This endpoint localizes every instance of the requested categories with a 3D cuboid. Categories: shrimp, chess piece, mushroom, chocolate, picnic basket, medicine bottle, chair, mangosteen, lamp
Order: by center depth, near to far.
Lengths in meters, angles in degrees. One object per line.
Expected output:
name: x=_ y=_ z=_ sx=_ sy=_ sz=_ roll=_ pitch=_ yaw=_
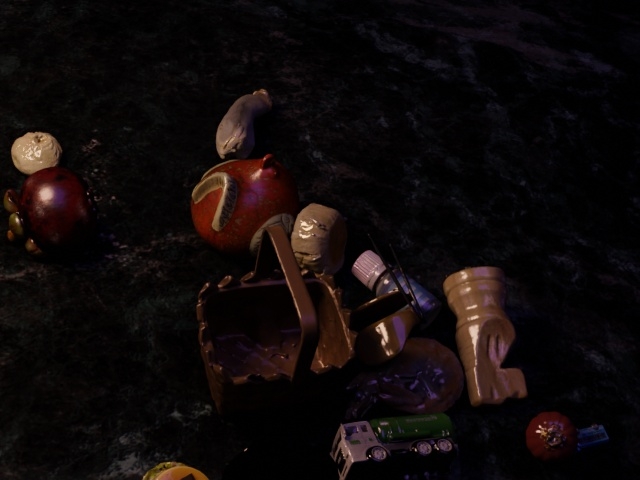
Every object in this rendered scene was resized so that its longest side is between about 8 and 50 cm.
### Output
chocolate: x=-0.093 y=0.431 z=1.616 sx=0.224 sy=0.177 sz=0.206 roll=14 pitch=87 yaw=-22
picnic basket: x=-0.081 y=0.158 z=1.739 sx=0.291 sy=0.321 sz=0.254 roll=-5 pitch=52 yaw=-19
lamp: x=0.450 y=0.383 z=1.835 sx=0.101 sy=0.090 sz=0.101 roll=-1 pitch=80 yaw=4
shrimp: x=0.167 y=0.291 z=1.853 sx=0.168 sy=0.077 sz=0.317 roll=42 pitch=46 yaw=20
chair: x=0.107 y=0.136 z=1.904 sx=0.246 sy=0.159 sz=0.172 roll=64 pitch=15 yaw=17
mangosteen: x=-0.552 y=-0.053 z=1.918 sx=0.200 sy=0.200 sz=0.199 roll=9 pitch=45 yaw=-9
chess piece: x=0.344 y=0.207 z=1.972 sx=0.137 sy=0.137 sz=0.300 roll=4 pitch=58 yaw=-14
medicine bottle: x=0.160 y=0.105 z=2.027 sx=0.203 sy=0.083 sz=0.083 roll=37 pitch=48 yaw=21
mushroom: x=-0.188 y=-0.289 z=2.304 sx=0.096 sy=0.099 sz=0.278 roll=22 pitch=41 yaw=-3

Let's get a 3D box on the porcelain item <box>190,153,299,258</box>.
porcelain item: x=-0.153 y=-0.094 z=2.023 sx=0.253 sy=0.253 sz=0.253 roll=9 pitch=45 yaw=-9

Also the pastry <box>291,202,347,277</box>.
pastry: x=0.000 y=0.000 z=2.039 sx=0.088 sy=0.165 sz=0.166 roll=9 pitch=39 yaw=27

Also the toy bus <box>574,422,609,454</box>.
toy bus: x=0.530 y=0.397 z=1.882 sx=0.083 sy=0.038 sz=0.046 roll=-7 pitch=52 yaw=-23

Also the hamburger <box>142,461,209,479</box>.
hamburger: x=-0.242 y=0.437 z=1.578 sx=0.141 sy=0.081 sz=0.126 roll=41 pitch=50 yaw=6

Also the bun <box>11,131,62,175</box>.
bun: x=-0.628 y=-0.196 z=2.093 sx=0.115 sy=0.069 sz=0.115 roll=8 pitch=46 yaw=-8

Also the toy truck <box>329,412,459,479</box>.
toy truck: x=0.142 y=0.381 z=1.738 sx=0.243 sy=0.101 sz=0.125 roll=-2 pitch=43 yaw=-22
